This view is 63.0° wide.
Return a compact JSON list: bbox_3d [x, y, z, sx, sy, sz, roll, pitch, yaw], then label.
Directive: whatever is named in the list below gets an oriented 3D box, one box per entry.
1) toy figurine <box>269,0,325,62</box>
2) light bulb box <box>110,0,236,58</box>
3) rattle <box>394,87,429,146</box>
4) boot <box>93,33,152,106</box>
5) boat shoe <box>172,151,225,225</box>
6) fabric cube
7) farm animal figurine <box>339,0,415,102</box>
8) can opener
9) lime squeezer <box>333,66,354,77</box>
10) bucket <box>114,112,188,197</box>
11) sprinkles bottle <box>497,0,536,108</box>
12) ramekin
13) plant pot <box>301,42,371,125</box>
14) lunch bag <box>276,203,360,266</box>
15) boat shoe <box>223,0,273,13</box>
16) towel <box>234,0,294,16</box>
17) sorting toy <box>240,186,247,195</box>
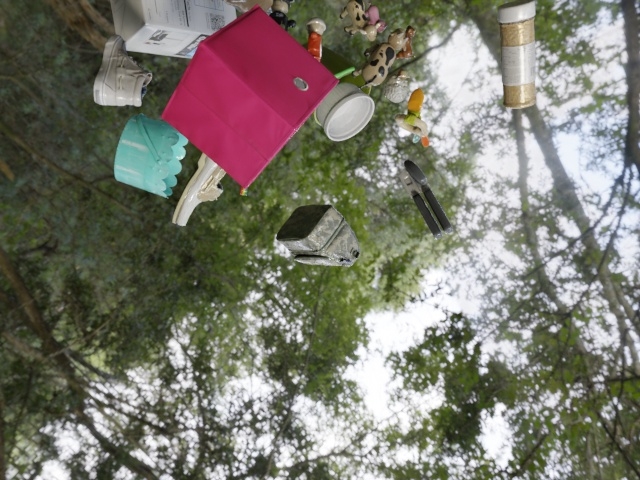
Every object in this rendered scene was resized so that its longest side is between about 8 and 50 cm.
[{"bbox_3d":[-0.110,-0.591,1.537,0.210,0.213,0.148,-12,-109,49],"label":"toy figurine"},{"bbox_3d":[-0.509,-0.846,1.804,0.361,0.357,0.225,-9,-179,-43],"label":"light bulb box"},{"bbox_3d":[0.380,-0.469,2.018,0.130,0.200,0.142,-5,-110,43],"label":"rattle"},{"bbox_3d":[-0.506,-0.441,1.375,0.095,0.124,0.258,113,-21,-52],"label":"boot"},{"bbox_3d":[-0.337,-0.161,1.537,0.302,0.103,0.113,-58,-161,19],"label":"boat shoe"},{"bbox_3d":[-0.160,-0.332,1.218,0.259,0.258,0.254,-39,-167,46],"label":"fabric cube"},{"bbox_3d":[0.220,-0.708,1.906,0.172,0.330,0.326,6,-99,63],"label":"farm animal figurine"},{"bbox_3d":[0.342,-0.142,1.729,0.076,0.095,0.283,-29,-116,10],"label":"can opener"},{"bbox_3d":[-0.005,-0.525,1.833,0.310,0.058,0.110,-37,159,3],"label":"lime squeezer"},{"bbox_3d":[-0.588,-0.299,1.827,0.281,0.183,0.281,-163,-90,-81],"label":"bucket"},{"bbox_3d":[0.701,-0.656,1.858,0.121,0.355,0.121,-11,-152,6],"label":"sprinkles bottle"},{"bbox_3d":[0.082,-0.475,1.906,0.207,0.109,0.207,-28,155,-14],"label":"ramekin"},{"bbox_3d":[0.012,-0.668,2.144,0.275,0.293,0.274,-30,157,-15],"label":"plant pot"},{"bbox_3d":[0.000,0.000,2.226,0.305,0.256,0.212,-2,-131,54],"label":"lunch bag"},{"bbox_3d":[-0.208,-0.644,1.290,0.103,0.092,0.285,-37,173,17],"label":"boat shoe"},{"bbox_3d":[-0.226,-0.793,1.580,0.284,0.235,0.121,31,-89,41],"label":"towel"},{"bbox_3d":[-0.285,-0.309,1.970,0.046,0.274,0.132,8,-178,-8],"label":"sorting toy"}]
